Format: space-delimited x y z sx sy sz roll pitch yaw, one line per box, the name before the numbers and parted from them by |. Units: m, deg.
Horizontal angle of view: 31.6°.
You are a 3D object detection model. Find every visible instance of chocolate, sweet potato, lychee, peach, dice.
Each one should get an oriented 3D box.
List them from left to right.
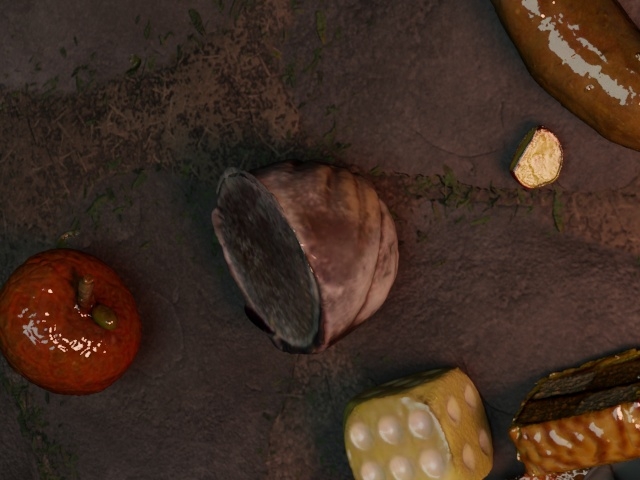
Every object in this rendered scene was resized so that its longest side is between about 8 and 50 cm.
lychee | -0.420 0.134 1.898 0.300 0.255 0.255 -36 80 37
chocolate | 0.000 0.000 1.677 0.303 0.213 0.303 44 147 39
dice | 0.144 0.288 1.665 0.169 0.169 0.166 -19 88 28
peach | 0.302 -0.119 1.593 0.077 0.050 0.083 -13 101 5
sweet potato | 0.372 -0.228 1.490 0.158 0.158 0.370 -42 83 25

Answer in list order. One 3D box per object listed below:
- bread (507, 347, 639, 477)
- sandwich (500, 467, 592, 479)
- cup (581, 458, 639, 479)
bread | 0.376 0.236 1.537 0.222 0.181 0.096 -20 102 33
sandwich | 0.362 0.385 1.627 0.235 0.079 0.159 5 89 23
cup | 0.504 0.416 1.464 0.212 0.212 0.317 -30 90 27
